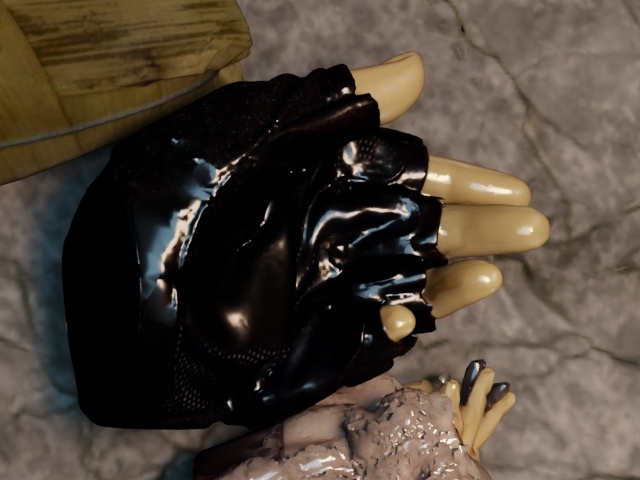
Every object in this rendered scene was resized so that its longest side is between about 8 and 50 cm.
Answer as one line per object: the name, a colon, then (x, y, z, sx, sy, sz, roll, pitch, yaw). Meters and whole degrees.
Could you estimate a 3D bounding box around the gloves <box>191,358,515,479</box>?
gloves: (0.015, 0.110, 0.774, 0.144, 0.110, 0.094, -11, 95, 17)

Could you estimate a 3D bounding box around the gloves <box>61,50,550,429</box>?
gloves: (0.000, 0.000, 0.773, 0.203, 0.124, 0.164, -5, 104, -31)

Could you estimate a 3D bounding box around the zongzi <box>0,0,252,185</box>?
zongzi: (-0.141, -0.109, 0.690, 0.228, 0.256, 0.115, -21, 64, -13)
